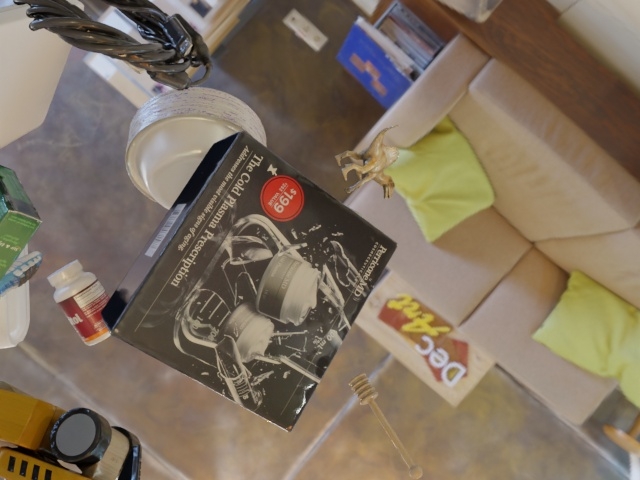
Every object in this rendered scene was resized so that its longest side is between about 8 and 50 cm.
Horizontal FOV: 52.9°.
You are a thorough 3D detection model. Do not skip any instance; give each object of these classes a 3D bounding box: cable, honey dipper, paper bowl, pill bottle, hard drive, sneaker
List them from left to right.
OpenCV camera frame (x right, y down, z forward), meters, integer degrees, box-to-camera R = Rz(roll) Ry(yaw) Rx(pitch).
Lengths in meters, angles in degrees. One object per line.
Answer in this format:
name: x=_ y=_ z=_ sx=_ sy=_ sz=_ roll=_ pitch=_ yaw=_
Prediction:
hard drive: x=-0.399 y=-0.186 z=0.781 sx=0.040 sy=0.203 sz=0.307 roll=29 pitch=-154 yaw=-9
sneaker: x=-0.657 y=0.069 z=1.309 sx=0.083 sy=0.190 sz=0.071 roll=40 pitch=137 yaw=5
pill bottle: x=-0.451 y=0.117 z=1.228 sx=0.152 sy=0.086 sz=0.086 roll=61 pitch=167 yaw=-13
cable: x=-0.184 y=-0.189 z=0.541 sx=0.151 sy=0.047 sz=0.184 roll=-4 pitch=-135 yaw=-46
paper bowl: x=-0.251 y=-0.160 z=1.315 sx=0.284 sy=0.284 sz=0.148 roll=48 pitch=-152 yaw=-45
honey dipper: x=0.092 y=0.261 z=0.903 sx=0.160 sy=0.030 sz=0.030 roll=57 pitch=180 yaw=26

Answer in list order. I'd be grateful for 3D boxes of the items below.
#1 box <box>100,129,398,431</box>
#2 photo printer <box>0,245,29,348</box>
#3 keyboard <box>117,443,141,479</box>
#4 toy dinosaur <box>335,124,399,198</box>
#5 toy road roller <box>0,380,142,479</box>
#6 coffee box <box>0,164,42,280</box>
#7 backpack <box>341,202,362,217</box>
box: x=-0.109 y=0.061 z=1.012 sx=0.313 sy=0.343 sz=0.179 roll=35 pitch=169 yaw=-21
photo printer: x=-0.774 y=0.092 z=1.417 sx=0.256 sy=0.307 sz=0.107 roll=8 pitch=-162 yaw=6
keyboard: x=-0.299 y=0.476 z=0.937 sx=0.033 sy=0.201 sz=0.317 roll=20 pitch=-157 yaw=-21
toy dinosaur: x=0.071 y=-0.119 z=0.933 sx=0.183 sy=0.093 sz=0.053 roll=76 pitch=175 yaw=-62
toy road roller: x=-0.513 y=0.413 z=1.159 sx=0.330 sy=0.240 sz=0.202 roll=13 pitch=154 yaw=14
coffee box: x=-0.373 y=0.017 z=0.677 sx=0.040 sy=0.184 sz=0.113 roll=28 pitch=-168 yaw=-50
backpack: x=0.000 y=0.000 z=1.365 sx=0.144 sy=0.188 sz=0.166 roll=35 pitch=166 yaw=-15
